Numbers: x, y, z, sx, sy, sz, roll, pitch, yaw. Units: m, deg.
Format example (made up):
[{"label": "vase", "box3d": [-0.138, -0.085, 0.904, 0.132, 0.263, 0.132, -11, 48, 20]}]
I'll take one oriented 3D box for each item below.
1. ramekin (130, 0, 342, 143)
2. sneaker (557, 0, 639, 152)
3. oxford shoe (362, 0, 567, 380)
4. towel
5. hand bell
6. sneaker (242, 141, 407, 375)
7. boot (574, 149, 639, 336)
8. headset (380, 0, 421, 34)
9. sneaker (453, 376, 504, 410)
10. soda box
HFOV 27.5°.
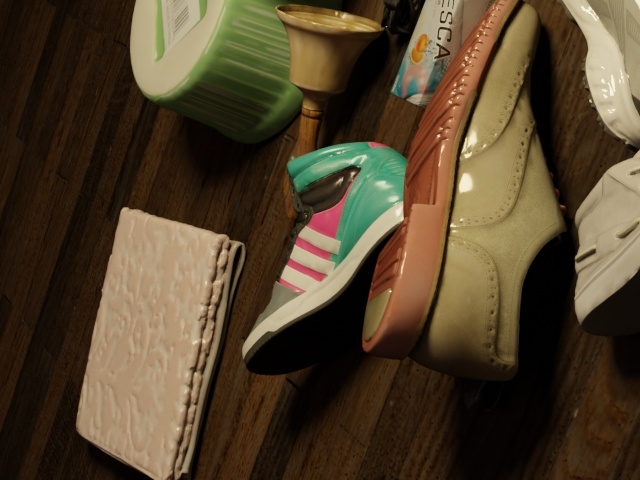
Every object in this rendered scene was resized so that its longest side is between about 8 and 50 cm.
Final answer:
[{"label": "ramekin", "box3d": [-0.118, -0.287, 1.660, 0.303, 0.148, 0.303, -26, 58, 50]}, {"label": "sneaker", "box3d": [0.267, -0.204, 1.115, 0.108, 0.100, 0.271, -35, 56, 33]}, {"label": "oxford shoe", "box3d": [0.155, -0.052, 1.204, 0.140, 0.147, 0.397, 124, 166, -67]}, {"label": "towel", "box3d": [-0.224, 0.133, 1.753, 0.317, 0.053, 0.331, 12, 89, 56]}, {"label": "hand bell", "box3d": [-0.012, -0.141, 1.512, 0.126, 0.126, 0.242, 40, 123, 54]}, {"label": "sneaker", "box3d": [0.000, 0.000, 1.395, 0.295, 0.124, 0.178, -44, 49, 29]}, {"label": "boot", "box3d": [0.269, -0.029, 1.007, 0.258, 0.095, 0.123, 131, 143, -55]}, {"label": "headset", "box3d": [-0.023, -0.382, 1.509, 0.394, 0.243, 0.185, 32, 130, 37]}, {"label": "sneaker", "box3d": [0.128, 0.081, 1.244, 0.089, 0.051, 0.170, -61, 39, 14]}, {"label": "soda box", "box3d": [0.140, -0.219, 1.326, 0.058, 0.063, 0.183, 35, 108, 55]}]
